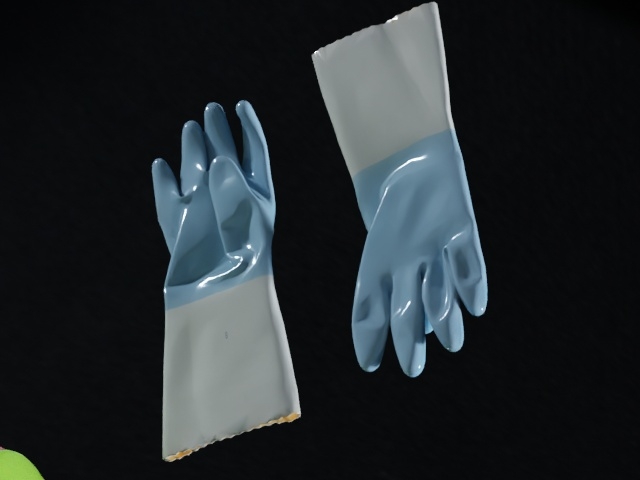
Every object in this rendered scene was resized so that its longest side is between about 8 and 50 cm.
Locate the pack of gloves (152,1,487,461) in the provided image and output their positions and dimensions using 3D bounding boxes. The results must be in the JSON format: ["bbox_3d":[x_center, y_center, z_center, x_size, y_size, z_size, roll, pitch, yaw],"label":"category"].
[{"bbox_3d":[0.000,0.000,1.043,0.195,0.046,0.232,-22,-128,20],"label":"pack of gloves"}]

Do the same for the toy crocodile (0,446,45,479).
[{"bbox_3d":[-0.166,0.186,1.075,0.115,0.340,0.105,-22,-139,24],"label":"toy crocodile"}]
